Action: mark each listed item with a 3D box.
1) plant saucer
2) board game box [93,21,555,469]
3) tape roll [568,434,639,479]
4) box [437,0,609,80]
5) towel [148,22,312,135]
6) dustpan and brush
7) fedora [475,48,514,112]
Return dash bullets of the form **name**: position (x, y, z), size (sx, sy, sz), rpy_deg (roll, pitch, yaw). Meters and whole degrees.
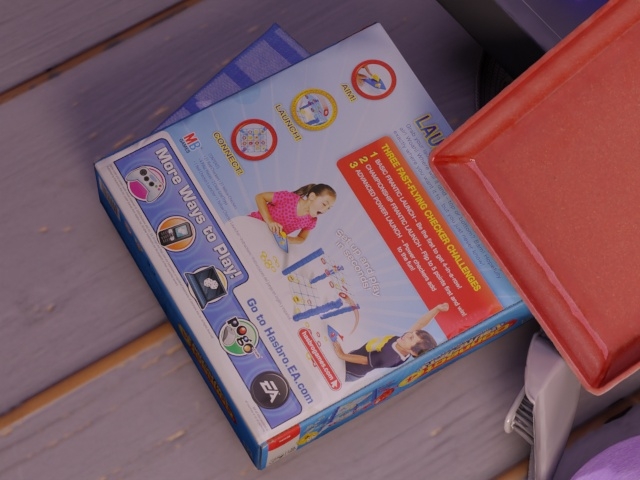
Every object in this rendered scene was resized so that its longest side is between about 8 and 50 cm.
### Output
- **plant saucer**: position (0.256, -0.043, 1.522), size (0.259, 0.258, 0.047), rpy_deg (56, 32, 10)
- **board game box**: position (0.000, 0.000, 1.636), size (0.302, 0.086, 0.308), rpy_deg (-27, 71, -14)
- **tape roll**: position (0.314, 0.306, 1.563), size (0.274, 0.090, 0.275), rpy_deg (1, 67, -2)
- **box**: position (0.250, -0.210, 1.629), size (0.184, 0.103, 0.261), rpy_deg (-40, 78, -12)
- **towel**: position (-0.013, -0.059, 1.726), size (0.285, 0.034, 0.209), rpy_deg (43, 71, 14)
- **dustpan and brush**: position (0.203, 0.121, 1.627), size (0.060, 0.147, 0.211), rpy_deg (14, 45, 22)
- **fedora**: position (0.275, -0.162, 1.732), size (0.243, 0.124, 0.275), rpy_deg (14, 68, 3)
